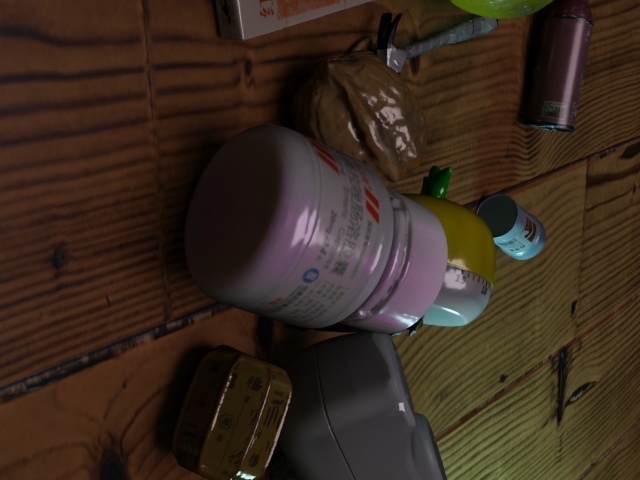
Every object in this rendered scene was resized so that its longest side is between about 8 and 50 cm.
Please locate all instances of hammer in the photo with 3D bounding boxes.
[{"bbox_3d":[0.221,-0.358,1.685,0.427,0.044,0.152,-29,116,-50],"label":"hammer"}]

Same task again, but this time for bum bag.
[{"bbox_3d":[0.053,0.125,1.525,0.106,0.233,0.060,96,-1,-70],"label":"bum bag"}]

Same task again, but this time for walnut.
[{"bbox_3d":[0.061,-0.181,1.443,0.198,0.198,0.245,-53,129,-27],"label":"walnut"}]

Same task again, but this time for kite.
[{"bbox_3d":[-0.057,0.364,1.596,0.141,0.015,0.245,-47,133,-34],"label":"kite"}]

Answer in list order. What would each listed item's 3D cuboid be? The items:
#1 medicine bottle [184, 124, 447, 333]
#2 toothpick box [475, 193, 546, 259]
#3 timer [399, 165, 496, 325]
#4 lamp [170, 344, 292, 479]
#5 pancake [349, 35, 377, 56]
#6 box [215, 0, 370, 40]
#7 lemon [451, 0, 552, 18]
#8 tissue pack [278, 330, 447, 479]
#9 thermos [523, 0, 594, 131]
[{"bbox_3d":[0.000,0.000,1.319,0.325,0.256,0.256,21,84,-37],"label":"medicine bottle"},{"bbox_3d":[0.407,-0.027,1.982,0.153,0.101,0.101,28,79,-51],"label":"toothpick box"},{"bbox_3d":[0.177,-0.007,1.587,0.285,0.285,0.285,-19,115,-47],"label":"timer"},{"bbox_3d":[-0.131,0.255,1.361,0.161,0.161,0.185,29,80,-51],"label":"lamp"},{"bbox_3d":[0.089,-0.271,1.574,0.158,0.028,0.158,-19,115,-50],"label":"pancake"},{"bbox_3d":[-0.021,-0.434,1.373,0.365,0.051,0.204,-30,123,-43],"label":"box"},{"bbox_3d":[0.315,-0.512,1.610,0.284,0.260,0.260,6,96,-28],"label":"lemon"},{"bbox_3d":[0.055,0.326,1.498,0.229,0.236,0.333,-101,168,-56],"label":"tissue pack"},{"bbox_3d":[0.532,-0.406,2.017,0.136,0.110,0.330,4,97,-51],"label":"thermos"}]
